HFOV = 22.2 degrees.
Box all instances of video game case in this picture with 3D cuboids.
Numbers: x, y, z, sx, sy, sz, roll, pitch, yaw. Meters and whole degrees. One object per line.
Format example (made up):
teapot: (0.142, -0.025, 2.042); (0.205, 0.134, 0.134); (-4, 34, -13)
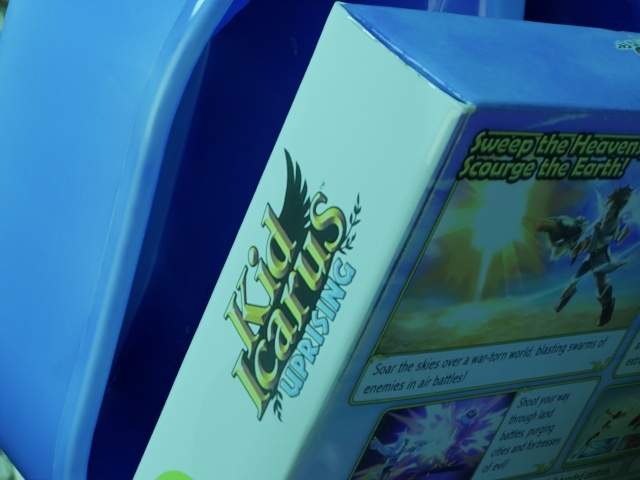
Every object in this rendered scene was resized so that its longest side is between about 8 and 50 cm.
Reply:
video game case: (0.070, 0.048, 0.545); (0.061, 0.269, 0.244); (45, 121, 35)

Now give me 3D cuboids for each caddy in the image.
caddy: (0.000, 0.000, 0.638); (0.179, 0.241, 0.341); (35, 116, 44)
